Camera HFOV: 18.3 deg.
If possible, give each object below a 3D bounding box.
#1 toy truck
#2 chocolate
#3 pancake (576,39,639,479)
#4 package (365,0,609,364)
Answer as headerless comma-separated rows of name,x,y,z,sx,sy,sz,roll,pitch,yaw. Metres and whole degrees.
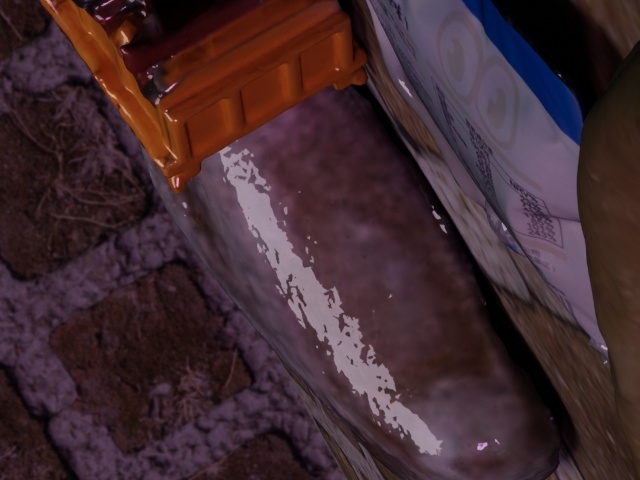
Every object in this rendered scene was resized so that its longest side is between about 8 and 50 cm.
toy truck,-0.093,-0.164,0.835,0.270,0.114,0.135,55,168,21
chocolate,0.000,0.000,0.941,0.303,0.100,0.185,56,170,8
pancake,0.126,0.086,0.426,0.294,0.049,0.294,156,90,-87
package,0.048,-0.049,0.620,0.171,0.027,0.173,59,174,36
